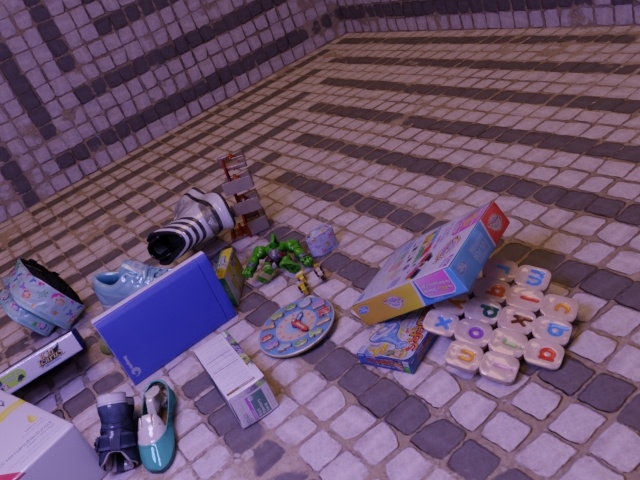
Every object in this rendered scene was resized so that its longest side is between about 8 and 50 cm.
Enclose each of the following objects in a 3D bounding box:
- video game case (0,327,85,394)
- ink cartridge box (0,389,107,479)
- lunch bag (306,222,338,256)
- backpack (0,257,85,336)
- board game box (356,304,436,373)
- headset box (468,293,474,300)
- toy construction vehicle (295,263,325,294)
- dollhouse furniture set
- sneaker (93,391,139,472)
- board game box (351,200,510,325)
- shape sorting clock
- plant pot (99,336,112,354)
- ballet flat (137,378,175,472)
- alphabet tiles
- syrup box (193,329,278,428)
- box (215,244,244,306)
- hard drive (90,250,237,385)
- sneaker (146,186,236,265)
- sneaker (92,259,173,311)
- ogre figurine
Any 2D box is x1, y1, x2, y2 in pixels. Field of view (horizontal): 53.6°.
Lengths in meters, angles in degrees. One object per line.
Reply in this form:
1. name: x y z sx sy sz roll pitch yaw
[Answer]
1. video game case: -0.767 0.330 1.720 0.244 0.061 0.269 -32 6 -19
2. ink cartridge box: -0.705 0.505 1.382 0.385 0.160 0.279 4 38 40
3. lunch bag: 0.000 0.000 1.832 0.083 0.071 0.053 -34 32 -19
4. backpack: -0.871 0.185 1.982 0.253 0.225 0.191 16 69 43
5. board game box: 0.188 0.201 1.399 0.136 0.035 0.201 3 38 39
6. headset box: 0.315 0.111 1.412 0.032 0.083 0.062 -29 30 -12
7. toy construction vehicle: -0.026 0.106 1.719 0.086 0.035 0.098 -36 27 -1
8. dollhouse furniture set: -0.270 -0.138 2.058 0.135 0.259 0.262 -20 29 -3
9. sneaker: -0.452 0.431 1.412 0.086 0.163 0.226 -10 -15 -13
10. board game box: 0.238 0.056 1.396 0.316 0.064 0.242 -30 14 51
11. shape sorting clock: -0.060 0.208 1.555 0.206 0.040 0.206 -17 29 10
12. plant pot: -0.549 0.284 1.743 0.079 0.083 0.083 11 41 27
13. ballet flat: -0.370 0.399 1.403 0.083 0.087 0.247 -22 29 1
14. alphabet tiles: 0.364 0.156 1.289 0.278 0.021 0.284 14 53 28
15. syrup box: -0.194 0.307 1.427 0.096 0.093 0.237 -32 30 -17
16. box: -0.258 0.098 1.813 0.043 0.105 0.179 -15 29 12
17. hard drive: -0.392 0.198 1.627 0.319 0.210 0.040 -34 31 -20
18. sneaker: -0.467 -0.046 2.052 0.257 0.169 0.447 -31 13 -22
19. sneaker: -0.534 0.124 1.915 0.366 0.150 0.135 -14 31 15
20. ogre figurine: -0.123 0.049 1.814 0.197 0.097 0.118 -26 39 17
